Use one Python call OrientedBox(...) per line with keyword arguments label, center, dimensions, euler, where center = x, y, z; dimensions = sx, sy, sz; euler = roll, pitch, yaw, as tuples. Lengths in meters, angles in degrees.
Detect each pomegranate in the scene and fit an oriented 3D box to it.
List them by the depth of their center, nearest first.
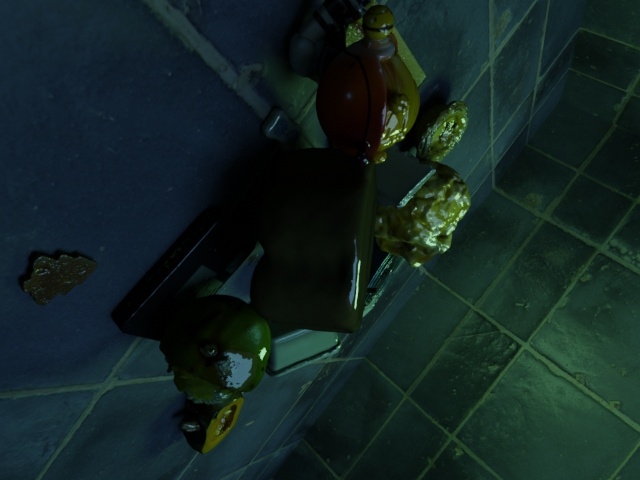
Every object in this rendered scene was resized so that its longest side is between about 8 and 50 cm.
OrientedBox(label="pomegranate", center=(-0.250, 0.255, 1.059), dimensions=(0.260, 0.260, 0.340), euler=(-52, -173, -1))

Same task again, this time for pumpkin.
OrientedBox(label="pumpkin", center=(-0.405, 0.634, 1.532), dimensions=(0.221, 0.139, 0.317), euler=(-23, 145, -51))

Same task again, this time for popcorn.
OrientedBox(label="popcorn", center=(0.347, -0.117, 1.592), dimensions=(0.344, 0.354, 0.390), euler=(22, 102, -22))

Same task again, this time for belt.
OrientedBox(label="belt", center=(0.216, 0.148, 1.885), dimensions=(0.437, 0.173, 0.300), euler=(-60, 156, 16))

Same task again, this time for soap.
OrientedBox(label="soap", center=(0.236, -0.185, 1.389), dimensions=(0.159, 0.257, 0.302), euler=(-53, 155, -1))

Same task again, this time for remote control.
OrientedBox(label="remote control", center=(-0.088, -0.261, 1.009), dimensions=(0.074, 0.032, 0.122), euler=(-55, 155, 6))

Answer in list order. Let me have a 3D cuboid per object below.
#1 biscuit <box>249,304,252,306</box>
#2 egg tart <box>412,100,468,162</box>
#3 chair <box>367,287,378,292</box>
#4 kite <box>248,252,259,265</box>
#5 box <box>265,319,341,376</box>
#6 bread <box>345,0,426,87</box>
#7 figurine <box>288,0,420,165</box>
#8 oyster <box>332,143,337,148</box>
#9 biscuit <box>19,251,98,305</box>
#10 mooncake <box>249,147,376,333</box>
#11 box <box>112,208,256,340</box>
OrientedBox(label="biscuit", center=(-0.270, 0.296, 1.438), dimensions=(0.231, 0.025, 0.131), euler=(-43, 152, -18))
OrientedBox(label="egg tart", center=(0.434, -0.406, 1.593), dimensions=(0.288, 0.118, 0.288), euler=(-40, 154, -24))
OrientedBox(label="chair", center=(0.049, 0.152, 1.684), dimensions=(0.326, 0.183, 0.175), euler=(-14, -178, 39))
OrientedBox(label="kite", center=(-0.199, 0.066, 1.285), dimensions=(0.044, 0.002, 0.078), euler=(-42, 152, -20))
OrientedBox(label="box", center=(-0.082, 0.344, 1.585), dimensions=(0.311, 0.175, 0.183), euler=(-17, 132, -19))
OrientedBox(label="bread", center=(0.125, -0.458, 1.103), dimensions=(0.168, 0.163, 0.264), euler=(-49, 123, -3))
OrientedBox(label="figurine", center=(0.070, -0.306, 0.862), dimensions=(0.196, 0.323, 0.320), euler=(-26, 161, -16))
OrientedBox(label="oyster", center=(0.067, -0.299, 1.186), dimensions=(0.106, 0.061, 0.200), euler=(-45, 154, -16))
OrientedBox(label="biscuit", center=(-0.481, 0.062, 0.788), dimensions=(0.130, 0.019, 0.119), euler=(-20, 139, -48))
OrientedBox(label="mooncake", center=(0.000, 0.000, 1.052), dimensions=(0.467, 0.262, 0.467), euler=(9, 90, -81))
OrientedBox(label="box", center=(-0.323, 0.094, 1.052), dimensions=(0.350, 0.058, 0.211), euler=(-49, 156, -4))
